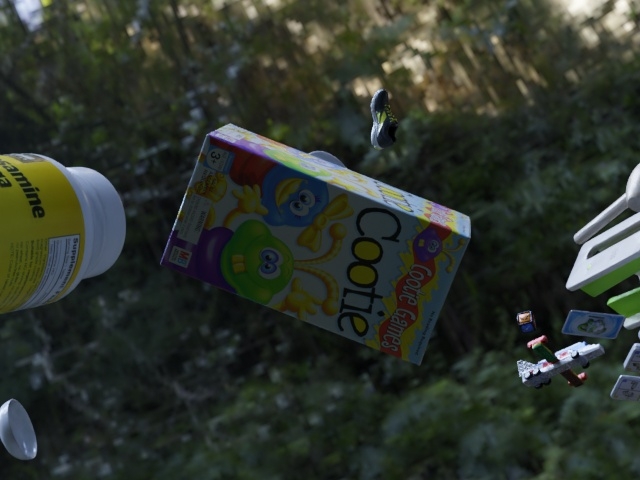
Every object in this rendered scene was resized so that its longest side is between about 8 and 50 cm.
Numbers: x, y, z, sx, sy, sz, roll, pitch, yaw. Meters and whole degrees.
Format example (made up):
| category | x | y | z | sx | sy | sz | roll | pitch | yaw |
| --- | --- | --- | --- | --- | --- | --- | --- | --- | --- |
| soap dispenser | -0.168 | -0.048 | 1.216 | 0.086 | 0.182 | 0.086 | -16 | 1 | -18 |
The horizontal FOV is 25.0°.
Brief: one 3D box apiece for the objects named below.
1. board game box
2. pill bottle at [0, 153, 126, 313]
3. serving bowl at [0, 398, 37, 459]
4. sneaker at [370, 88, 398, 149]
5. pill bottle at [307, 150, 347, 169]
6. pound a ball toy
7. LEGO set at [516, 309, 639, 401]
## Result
| category | x | y | z | sx | sy | sz | roll | pitch | yaw |
| --- | --- | --- | --- | --- | --- | --- | --- | --- | --- |
| board game box | 0.000 | 0.000 | 1.469 | 0.142 | 0.275 | 0.144 | -58 | -11 | -80 |
| pill bottle | -0.390 | -0.006 | 1.697 | 0.188 | 0.188 | 0.334 | -41 | -16 | 30 |
| serving bowl | -0.403 | 0.252 | 1.901 | 0.027 | 0.083 | 0.083 | -21 | -23 | 6 |
| sneaker | 0.091 | -0.165 | 1.961 | 0.035 | 0.083 | 0.031 | -2 | -3 | 38 |
| pill bottle | -0.055 | -0.043 | 2.259 | 0.131 | 0.131 | 0.229 | -2 | -23 | -42 |
| pound a ball toy | 0.472 | -0.011 | 2.099 | 0.136 | 0.208 | 0.319 | -61 | 8 | -26 |
| LEGO set | 0.377 | 0.143 | 1.981 | 0.244 | 0.060 | 0.182 | 6 | -44 | -6 |
